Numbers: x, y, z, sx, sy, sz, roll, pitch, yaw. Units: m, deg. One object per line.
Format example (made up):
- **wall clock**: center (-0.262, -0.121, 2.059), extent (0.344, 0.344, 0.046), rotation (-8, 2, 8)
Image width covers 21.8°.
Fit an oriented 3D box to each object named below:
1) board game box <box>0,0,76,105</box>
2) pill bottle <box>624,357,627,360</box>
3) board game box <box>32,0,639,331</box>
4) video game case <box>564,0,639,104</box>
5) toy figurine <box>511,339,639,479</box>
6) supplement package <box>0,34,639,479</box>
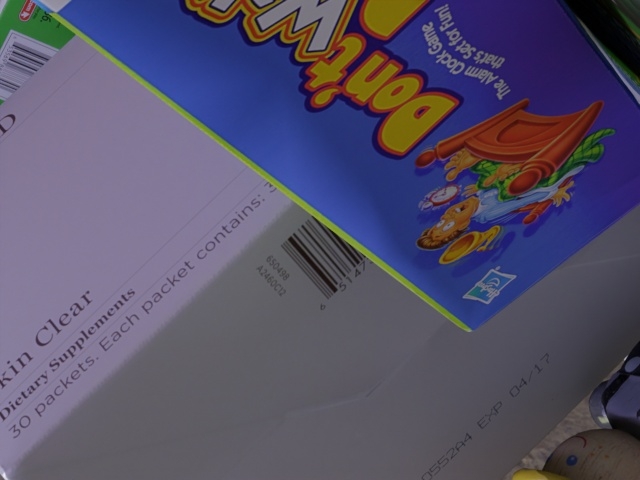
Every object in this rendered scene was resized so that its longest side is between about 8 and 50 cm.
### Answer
- **board game box**: center (-0.160, -0.246, 1.074), extent (0.064, 0.242, 0.316), rotation (22, -154, -24)
- **pill bottle**: center (0.276, 0.108, 0.931), extent (0.208, 0.119, 0.119), rotation (49, -173, 21)
- **board game box**: center (-0.057, -0.158, 0.459), extent (0.233, 0.078, 0.347), rotation (37, -162, -55)
- **video game case**: center (0.177, 0.031, 0.416), extent (0.329, 0.036, 0.300), rotation (51, -172, 32)
- **toy figurine**: center (0.184, 0.136, 0.641), extent (0.209, 0.148, 0.213), rotation (36, 163, 23)
- **supplement package**: center (0.000, 0.000, 0.639), extent (0.145, 0.262, 0.204), rotation (42, 175, 43)
